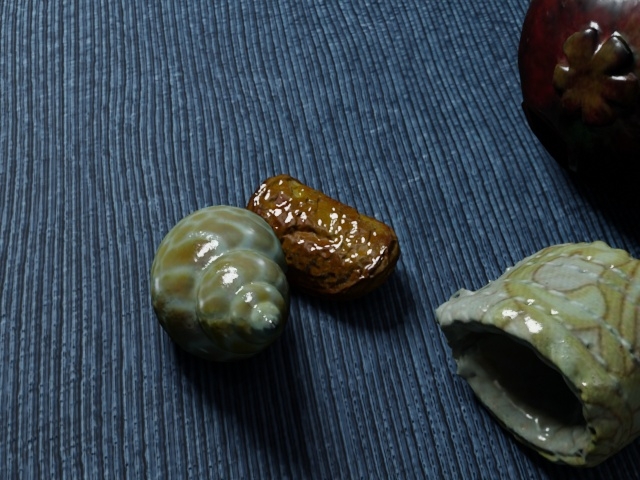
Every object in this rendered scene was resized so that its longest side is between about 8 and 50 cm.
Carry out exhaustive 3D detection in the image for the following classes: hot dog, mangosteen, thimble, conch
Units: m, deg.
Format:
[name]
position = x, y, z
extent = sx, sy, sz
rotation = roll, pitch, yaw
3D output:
[hot dog]
position = 0.001, -0.002, 0.851
extent = 0.147, 0.065, 0.099
rotation = 26, 50, 7
[mangosteen]
position = 0.347, -0.176, 0.930
extent = 0.311, 0.311, 0.311
rotation = 5, 49, -6
[thimble]
position = 0.202, 0.084, 0.769
extent = 0.143, 0.137, 0.190
rotation = -30, 45, -28
[conch]
position = -0.084, 0.036, 0.770
extent = 0.116, 0.106, 0.173
rotation = -19, 55, 8
